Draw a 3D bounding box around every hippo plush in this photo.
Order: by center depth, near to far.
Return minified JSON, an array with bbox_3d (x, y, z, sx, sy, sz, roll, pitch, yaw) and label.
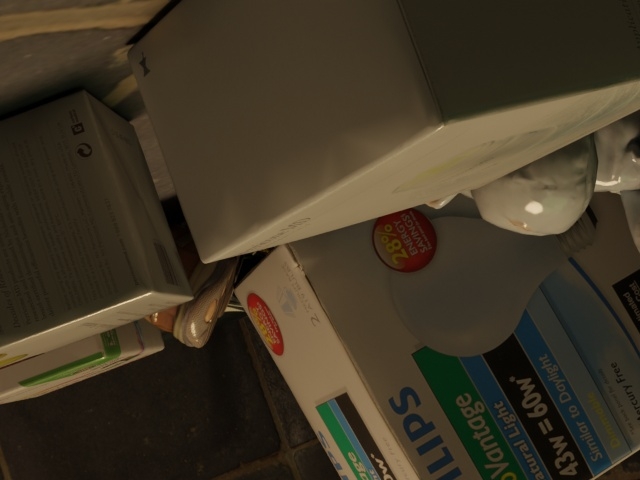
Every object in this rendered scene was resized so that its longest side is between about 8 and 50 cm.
[{"bbox_3d":[0.209,-0.114,1.035,0.236,0.234,0.294,2,-152,-25],"label":"hippo plush"}]

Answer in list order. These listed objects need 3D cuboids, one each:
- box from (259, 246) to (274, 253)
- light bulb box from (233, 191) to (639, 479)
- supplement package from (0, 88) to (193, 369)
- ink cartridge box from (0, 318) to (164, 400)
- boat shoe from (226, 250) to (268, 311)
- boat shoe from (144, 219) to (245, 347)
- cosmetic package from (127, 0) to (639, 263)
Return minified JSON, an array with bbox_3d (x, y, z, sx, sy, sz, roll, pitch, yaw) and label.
[{"bbox_3d":[0.000,0.000,1.775,0.257,0.079,0.322,-20,175,-23],"label":"box"},{"bbox_3d":[0.164,0.097,1.322,0.361,0.358,0.225,-28,175,-21],"label":"light bulb box"},{"bbox_3d":[-0.227,0.016,0.814,0.244,0.134,0.139,-20,174,4],"label":"supplement package"},{"bbox_3d":[-0.329,0.119,1.542,0.201,0.117,0.278,-20,175,6],"label":"ink cartridge box"},{"bbox_3d":[-0.092,0.050,1.552,0.095,0.254,0.079,-54,146,-22],"label":"boat shoe"},{"bbox_3d":[-0.147,0.022,1.362,0.116,0.123,0.324,19,-173,-1],"label":"boat shoe"},{"bbox_3d":[0.055,-0.100,0.677,0.225,0.138,0.224,-14,172,-36],"label":"cosmetic package"}]
